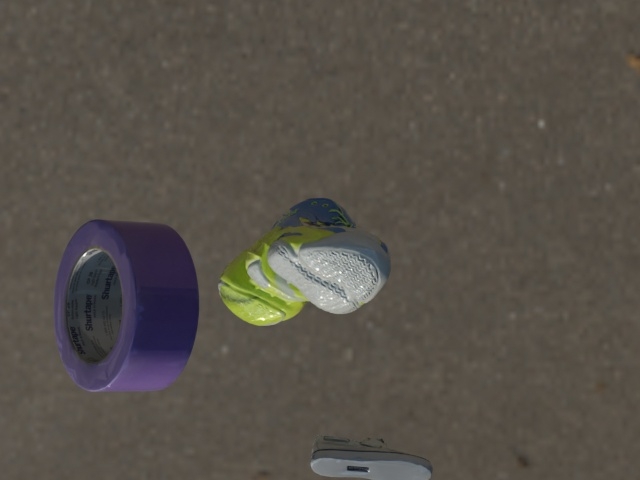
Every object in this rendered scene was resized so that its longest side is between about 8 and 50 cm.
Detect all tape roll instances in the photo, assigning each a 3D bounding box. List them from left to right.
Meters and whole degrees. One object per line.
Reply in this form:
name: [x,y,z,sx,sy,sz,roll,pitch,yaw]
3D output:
tape roll: [-0.216,0.072,1.943,0.080,0.189,0.189,3,153,-35]

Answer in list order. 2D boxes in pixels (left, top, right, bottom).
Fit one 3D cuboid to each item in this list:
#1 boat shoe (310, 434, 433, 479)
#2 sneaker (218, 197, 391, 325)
boat shoe: [0.042,0.175,1.441,0.100,0.035,0.035,4,137,0]
sneaker: [0.000,0.000,1.579,0.091,0.126,0.240,47,149,-19]
